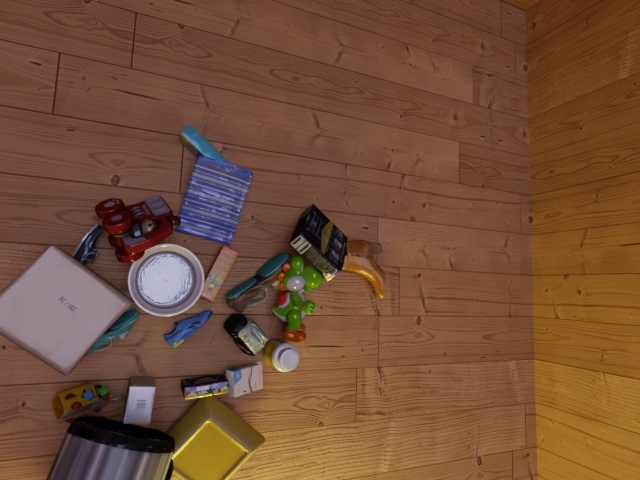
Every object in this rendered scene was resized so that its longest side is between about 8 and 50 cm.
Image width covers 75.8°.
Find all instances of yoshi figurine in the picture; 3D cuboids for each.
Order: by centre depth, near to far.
[{"bbox_3d":[-0.071,0.247,1.792,0.202,0.203,0.363,-5,102,-53],"label":"yoshi figurine"}]

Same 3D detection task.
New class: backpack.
[{"bbox_3d":[-0.307,0.396,1.727,0.115,0.152,0.182,-41,113,-13],"label":"backpack"}]

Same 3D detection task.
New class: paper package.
[{"bbox_3d":[-0.869,0.230,1.383,0.325,0.168,0.310,44,66,-18],"label":"paper package"}]

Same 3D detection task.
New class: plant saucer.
[{"bbox_3d":[-0.438,0.831,1.611,0.333,0.081,0.333,-45,104,-5],"label":"plant saucer"}]

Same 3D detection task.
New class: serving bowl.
[{"bbox_3d":[-0.758,0.232,1.598,0.083,0.027,0.084,-3,103,-11],"label":"serving bowl"}]

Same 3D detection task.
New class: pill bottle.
[{"bbox_3d":[-0.164,0.485,1.738,0.117,0.215,0.118,2,84,-23],"label":"pill bottle"}]

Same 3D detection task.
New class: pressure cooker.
[{"bbox_3d":[-0.721,0.834,1.356,0.374,0.370,0.421,10,66,10],"label":"pressure cooker"}]

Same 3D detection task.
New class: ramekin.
[{"bbox_3d":[-0.607,0.154,1.621,0.276,0.135,0.278,2,84,-23],"label":"ramekin"}]

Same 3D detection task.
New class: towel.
[{"bbox_3d":[-0.440,-0.164,1.717,0.242,0.040,0.337,16,100,-20],"label":"towel"}]

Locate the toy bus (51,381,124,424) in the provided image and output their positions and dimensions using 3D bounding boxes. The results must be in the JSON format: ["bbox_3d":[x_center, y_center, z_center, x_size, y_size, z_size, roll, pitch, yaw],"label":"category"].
[{"bbox_3d":[-0.850,0.567,1.484,0.190,0.202,0.104,-31,67,-16],"label":"toy bus"}]

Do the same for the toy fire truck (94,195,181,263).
[{"bbox_3d":[-0.669,-0.065,1.539,0.253,0.302,0.170,-25,130,-26],"label":"toy fire truck"}]

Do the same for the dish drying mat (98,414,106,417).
[{"bbox_3d":[-0.832,0.699,1.535,0.032,0.008,0.084,25,76,-19],"label":"dish drying mat"}]

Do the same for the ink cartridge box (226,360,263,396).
[{"bbox_3d":[-0.302,0.575,1.719,0.180,0.060,0.105,0,84,-46],"label":"ink cartridge box"}]

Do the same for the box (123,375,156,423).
[{"bbox_3d":[-0.672,0.588,1.527,0.090,0.170,0.130,10,81,-24],"label":"box"}]

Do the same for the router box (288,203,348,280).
[{"bbox_3d":[0.000,0.000,1.835,0.243,0.081,0.309,44,27,-14],"label":"router box"}]

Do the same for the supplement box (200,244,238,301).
[{"bbox_3d":[-0.432,0.140,1.731,0.078,0.080,0.234,29,76,-16],"label":"supplement box"}]

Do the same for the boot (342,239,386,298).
[{"bbox_3d":[0.203,0.144,2.008,0.210,0.104,0.296,-1,80,-19],"label":"boot"}]

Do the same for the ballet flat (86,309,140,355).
[{"bbox_3d":[-0.795,0.352,1.558,0.247,0.083,0.087,-28,126,-23],"label":"ballet flat"}]

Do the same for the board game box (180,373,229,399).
[{"bbox_3d":[-0.461,0.578,1.638,0.170,0.141,0.048,-1,85,-24],"label":"board game box"}]

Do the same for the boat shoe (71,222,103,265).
[{"bbox_3d":[-0.879,0.057,1.532,0.079,0.095,0.255,32,74,-16],"label":"boat shoe"}]

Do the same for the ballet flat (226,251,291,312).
[{"bbox_3d":[-0.250,0.193,1.797,0.342,0.116,0.124,-39,120,-23],"label":"ballet flat"}]

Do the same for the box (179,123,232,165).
[{"bbox_3d":[-0.486,-0.370,1.747,0.244,0.100,0.060,45,70,-14],"label":"box"}]

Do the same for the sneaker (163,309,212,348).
[{"bbox_3d":[-0.537,0.341,1.669,0.209,0.069,0.082,-40,97,-22],"label":"sneaker"}]
